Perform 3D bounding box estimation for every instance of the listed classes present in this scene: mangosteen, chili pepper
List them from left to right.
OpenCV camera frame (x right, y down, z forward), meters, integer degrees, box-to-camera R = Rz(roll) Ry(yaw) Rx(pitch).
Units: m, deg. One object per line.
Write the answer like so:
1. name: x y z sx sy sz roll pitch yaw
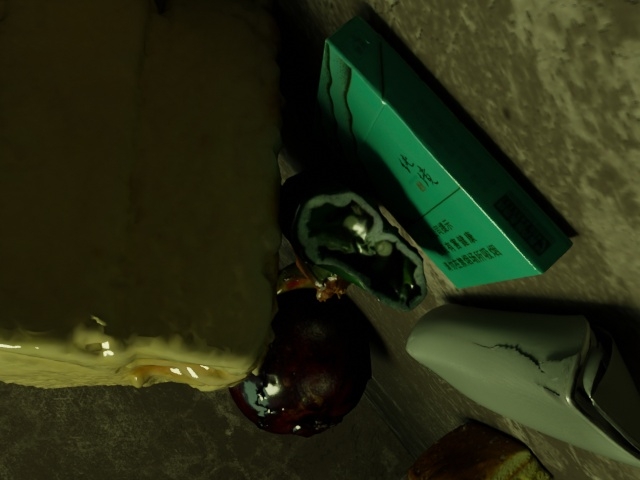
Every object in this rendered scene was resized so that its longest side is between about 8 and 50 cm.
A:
1. mangosteen: -0.046 0.274 1.203 0.381 0.421 0.381 8 160 3
2. chili pepper: 0.018 -0.024 0.520 0.136 0.099 0.270 20 -170 -14

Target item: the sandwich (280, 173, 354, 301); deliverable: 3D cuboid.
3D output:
1. sandwich: -0.005 -0.007 0.753 0.184 0.109 0.160 52 170 23

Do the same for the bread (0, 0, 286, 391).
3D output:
1. bread: -0.187 -0.023 0.521 0.390 0.280 0.370 119 150 -66

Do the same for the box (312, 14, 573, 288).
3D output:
1. box: 0.083 -0.058 0.410 0.226 0.042 0.161 49 169 4

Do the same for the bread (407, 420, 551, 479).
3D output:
1. bread: 0.268 0.426 0.854 0.110 0.184 0.234 53 167 6

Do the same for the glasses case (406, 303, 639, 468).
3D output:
1. glasses case: 0.197 0.128 0.471 0.128 0.083 0.308 45 168 -5

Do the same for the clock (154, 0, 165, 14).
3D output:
1. clock: -0.268 -0.363 0.608 0.295 0.113 0.322 55 165 -20
